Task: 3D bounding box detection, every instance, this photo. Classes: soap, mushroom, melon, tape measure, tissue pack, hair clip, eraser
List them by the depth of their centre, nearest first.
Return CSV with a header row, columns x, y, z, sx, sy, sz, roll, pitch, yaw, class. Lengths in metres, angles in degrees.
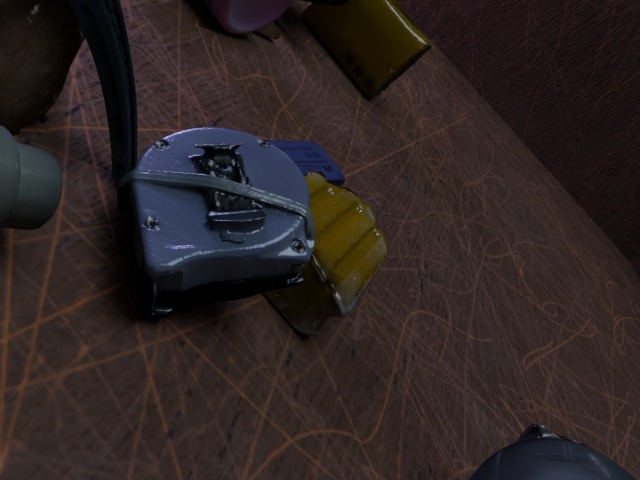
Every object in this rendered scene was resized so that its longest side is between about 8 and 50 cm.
x,y,z,sx,sy,sz,roll,pitch,yaw,class
-0.194,-0.166,0.596,0.048,0.275,0.083,14,48,16,hair clip
-0.283,-0.238,0.630,0.156,0.151,0.285,27,34,-42,mushroom
-0.100,-0.027,0.637,0.182,0.107,0.181,-11,56,-25,tape measure
0.000,0.000,0.845,0.160,0.080,0.257,51,25,-1,soap
-0.034,-0.108,0.988,0.082,0.036,0.225,54,26,12,eraser
-0.146,-0.482,1.299,0.182,0.054,0.098,59,21,16,melon
0.111,-0.502,1.577,0.271,0.192,0.134,50,24,3,tissue pack

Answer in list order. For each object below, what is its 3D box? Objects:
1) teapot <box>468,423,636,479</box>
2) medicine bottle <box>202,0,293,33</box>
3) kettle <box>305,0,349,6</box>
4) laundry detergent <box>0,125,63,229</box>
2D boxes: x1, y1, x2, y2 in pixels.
x,y,z,sx,sy,sz,roll,pitch,yaw,class
0.240,0.351,0.640,0.312,0.233,0.315,-36,116,-69,teapot
-0.178,-0.526,1.155,0.290,0.178,0.178,54,26,10,medicine bottle
-0.053,-0.685,1.408,0.377,0.361,0.250,24,-16,11,kettle
-0.338,-0.077,0.359,0.398,0.125,0.264,10,45,-55,laundry detergent
